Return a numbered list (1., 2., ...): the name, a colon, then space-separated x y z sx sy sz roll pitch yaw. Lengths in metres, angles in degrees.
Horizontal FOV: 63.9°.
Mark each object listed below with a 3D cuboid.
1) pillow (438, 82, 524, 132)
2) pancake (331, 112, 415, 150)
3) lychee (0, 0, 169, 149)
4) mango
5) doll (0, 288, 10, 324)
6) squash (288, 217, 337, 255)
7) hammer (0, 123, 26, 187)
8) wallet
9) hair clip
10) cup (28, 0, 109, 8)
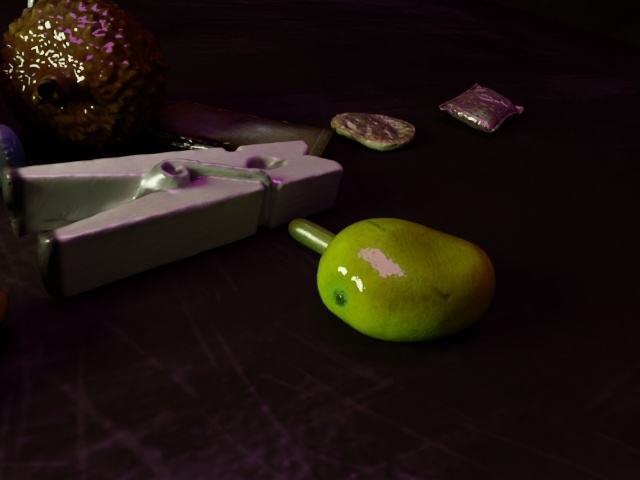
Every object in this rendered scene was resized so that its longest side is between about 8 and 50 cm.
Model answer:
1. pillow: 0.302 -0.245 0.959 0.118 0.043 0.185 34 44 22
2. pancake: 0.084 -0.179 0.825 0.139 0.022 0.139 7 34 -5
3. lychee: -0.286 -0.200 0.623 0.200 0.200 0.238 6 21 -4
4. mango: 0.078 0.034 0.450 0.163 0.089 0.117 6 34 -6
5. doll: -0.301 0.076 0.308 0.137 0.097 0.209 42 37 -19
6. squash: 0.000 0.000 0.538 0.083 0.027 0.027 31 40 30
7. hammer: -0.404 -0.115 0.581 0.116 0.070 0.194 -13 35 -27
8. wallet: -0.115 -0.148 0.725 0.255 0.031 0.137 14 37 10
9. hair clip: -0.122 -0.044 0.522 0.330 0.085 0.101 -19 45 -37
10. cup: -0.471 -0.438 0.974 0.136 0.133 0.099 -2 36 -17
